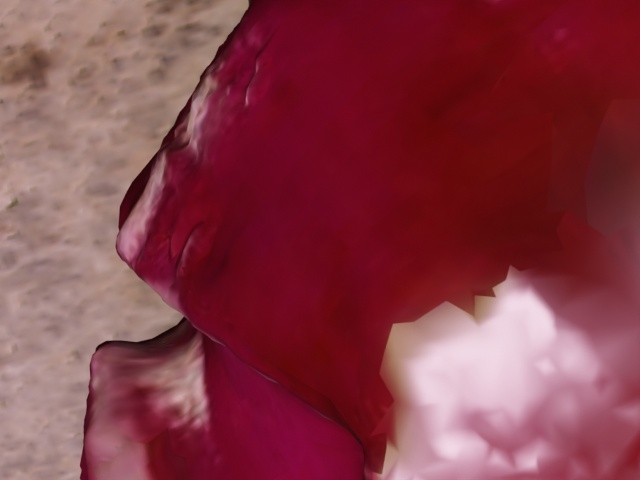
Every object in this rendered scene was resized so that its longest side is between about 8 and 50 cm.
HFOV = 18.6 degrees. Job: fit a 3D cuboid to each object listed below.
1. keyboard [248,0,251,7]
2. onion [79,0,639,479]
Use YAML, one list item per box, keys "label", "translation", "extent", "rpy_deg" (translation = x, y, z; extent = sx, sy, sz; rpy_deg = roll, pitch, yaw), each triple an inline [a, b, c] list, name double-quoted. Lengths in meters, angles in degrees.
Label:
- label: "keyboard"
  translation: [0.000, 0.000, 0.787]
  extent: [0.072, 0.023, 0.231]
  rpy_deg: [8, 104, 22]
- label: "onion"
  translation: [0.097, 0.014, 0.604]
  extent: [0.420, 0.398, 0.398]
  rpy_deg: [48, 126, 55]
